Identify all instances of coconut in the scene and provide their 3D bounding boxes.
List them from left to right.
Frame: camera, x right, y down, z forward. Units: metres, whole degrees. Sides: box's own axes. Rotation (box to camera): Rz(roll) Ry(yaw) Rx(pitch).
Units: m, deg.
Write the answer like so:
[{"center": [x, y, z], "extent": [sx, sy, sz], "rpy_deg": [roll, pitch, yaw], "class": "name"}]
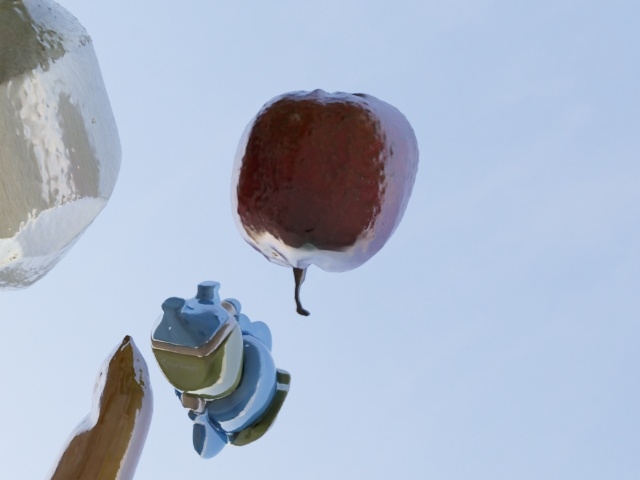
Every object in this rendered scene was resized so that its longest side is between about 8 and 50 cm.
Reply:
[{"center": [-0.290, -0.079, 0.930], "extent": [0.237, 0.237, 0.266], "rpy_deg": [11, -60, 27], "class": "coconut"}]

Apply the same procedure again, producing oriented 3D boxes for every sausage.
[{"center": [-0.309, 0.305, 1.521], "extent": [0.116, 0.134, 0.354], "rpy_deg": [23, -89, -9], "class": "sausage"}]

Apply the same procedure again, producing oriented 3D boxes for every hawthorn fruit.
[{"center": [-0.001, -0.032, 0.928], "extent": [0.156, 0.157, 0.194], "rpy_deg": [9, -94, 27], "class": "hawthorn fruit"}]

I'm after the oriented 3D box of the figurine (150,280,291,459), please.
[{"center": [-0.128, 0.153, 1.419], "extent": [0.153, 0.180, 0.262], "rpy_deg": [-11, -59, 7], "class": "figurine"}]
